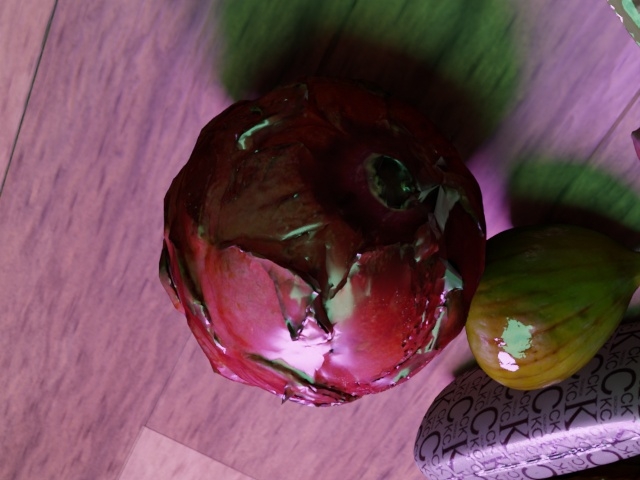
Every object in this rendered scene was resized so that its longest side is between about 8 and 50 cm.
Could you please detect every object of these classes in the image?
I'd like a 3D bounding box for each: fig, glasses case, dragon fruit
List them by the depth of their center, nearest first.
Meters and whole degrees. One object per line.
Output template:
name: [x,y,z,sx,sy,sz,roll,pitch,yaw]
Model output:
dragon fruit: [0.000,0.000,1.668,0.296,0.295,0.301,29,155,-7]
fig: [0.253,0.045,1.708,0.259,0.151,0.151,-15,130,23]
glasses case: [0.234,0.164,1.858,0.355,0.137,0.085,-20,124,44]

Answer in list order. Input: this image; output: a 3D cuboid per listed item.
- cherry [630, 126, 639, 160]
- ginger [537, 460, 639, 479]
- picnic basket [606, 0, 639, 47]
cherry: [0.366,-0.038,1.510,0.250,0.175,0.192,24,155,4]
ginger: [0.314,0.293,1.956,0.321,0.165,0.172,-3,110,12]
picnic basket: [0.229,-0.304,1.192,0.175,0.228,0.313,-20,121,38]
